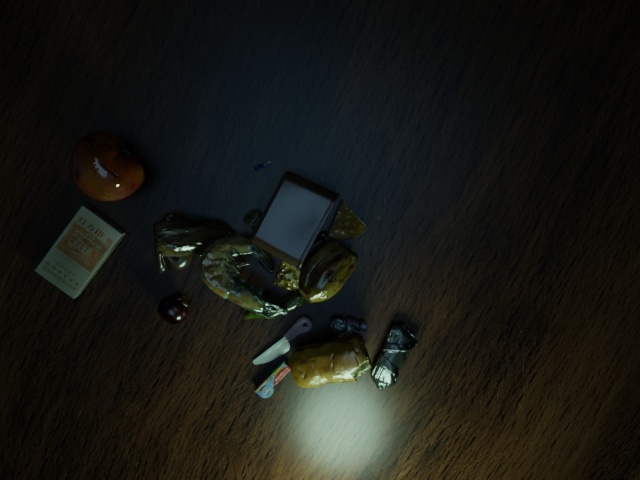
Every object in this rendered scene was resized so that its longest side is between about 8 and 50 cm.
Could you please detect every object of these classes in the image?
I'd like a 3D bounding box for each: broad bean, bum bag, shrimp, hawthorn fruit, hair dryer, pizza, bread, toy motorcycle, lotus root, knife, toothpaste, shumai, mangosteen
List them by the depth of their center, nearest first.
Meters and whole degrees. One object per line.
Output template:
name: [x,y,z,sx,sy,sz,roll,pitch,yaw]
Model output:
hawthorn fruit: [-0.864,-0.268,1.703,0.307,0.276,0.276,-31,99,25]
lotus root: [-0.506,-0.005,1.766,0.330,0.078,0.167,-6,105,-29]
lotus root: [0.019,0.128,1.804,0.193,0.193,0.291,40,82,-7]
shrimp: [-0.292,0.160,1.808,0.445,0.085,0.272,40,74,-12]
toothpaste: [-0.245,-0.317,1.820,0.083,0.015,0.024,-22,91,7]
shumai: [-0.278,-0.081,1.841,0.083,0.082,0.080,-30,137,16]
hair dryer: [0.000,0.000,1.842,0.079,0.083,0.031,-40,115,12]
pizza: [0.096,-0.084,1.842,0.185,0.036,0.176,-22,92,-14]
bread: [0.040,0.525,1.847,0.344,0.149,0.195,-17,105,21]
mangosteen: [-0.630,0.290,1.862,0.140,0.140,0.140,0,99,-1]
pizza: [-0.141,0.160,1.875,0.161,0.062,0.182,-25,100,8]
broad bean: [-0.183,0.292,1.893,0.339,0.061,0.077,-21,92,1]
toy motorcycle: [0.148,0.425,1.917,0.152,0.073,0.225,-27,98,0]
bum bag: [0.330,0.528,1.933,0.142,0.079,0.326,22,99,-1]
knife: [-0.167,0.464,1.943,0.336,0.043,0.081,-42,104,11]
toothpaste: [-0.208,0.632,1.956,0.070,0.044,0.193,43,96,-9]

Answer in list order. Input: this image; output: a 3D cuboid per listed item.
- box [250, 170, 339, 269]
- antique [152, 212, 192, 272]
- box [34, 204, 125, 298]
box: [-0.106,-0.083,1.735,0.229,0.239,0.339,27,90,-3]
antique: [-0.621,0.008,1.812,0.144,0.121,0.256,-5,100,-6]
box: [-1.027,0.049,1.842,0.205,0.051,0.365,39,96,-6]
